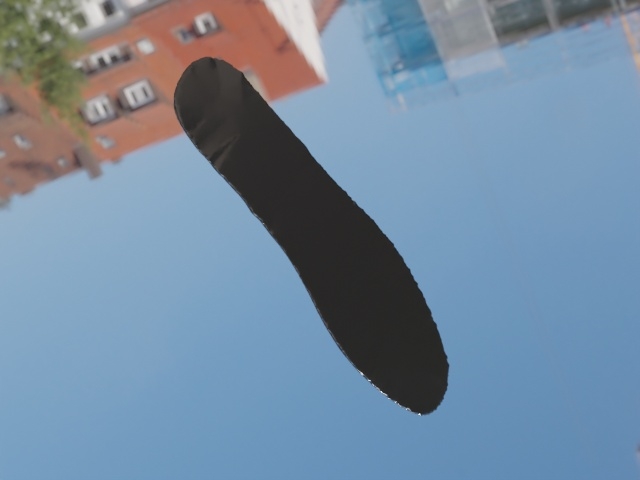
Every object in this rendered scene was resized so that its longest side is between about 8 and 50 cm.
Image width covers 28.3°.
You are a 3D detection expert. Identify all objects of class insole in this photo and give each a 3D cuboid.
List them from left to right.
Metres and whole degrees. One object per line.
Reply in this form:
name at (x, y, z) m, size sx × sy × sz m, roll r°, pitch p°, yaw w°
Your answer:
insole at (0.000, 0.000, 0.447) m, size 0.002 × 0.152 × 0.053 m, roll -22°, pitch -155°, yaw 45°
